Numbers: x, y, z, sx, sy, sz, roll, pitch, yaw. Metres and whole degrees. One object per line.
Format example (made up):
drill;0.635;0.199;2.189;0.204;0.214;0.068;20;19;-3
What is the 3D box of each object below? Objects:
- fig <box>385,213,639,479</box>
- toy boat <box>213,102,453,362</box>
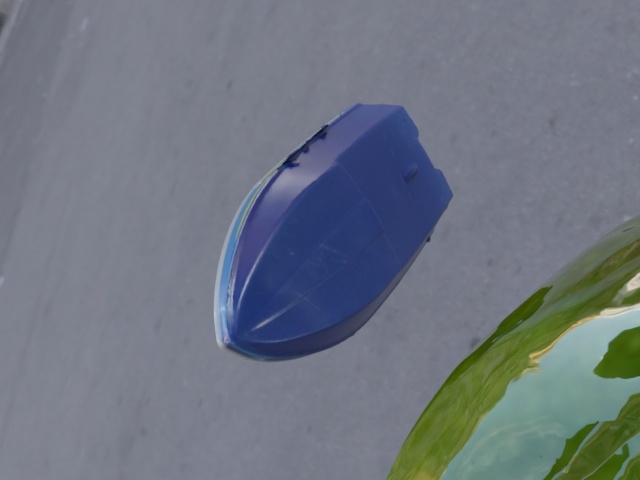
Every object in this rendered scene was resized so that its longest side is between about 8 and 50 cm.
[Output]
fig;0.113;0.124;0.400;0.314;0.233;0.233;-41;35;30
toy boat;0.000;0.000;0.749;0.088;0.129;0.295;-25;12;32
